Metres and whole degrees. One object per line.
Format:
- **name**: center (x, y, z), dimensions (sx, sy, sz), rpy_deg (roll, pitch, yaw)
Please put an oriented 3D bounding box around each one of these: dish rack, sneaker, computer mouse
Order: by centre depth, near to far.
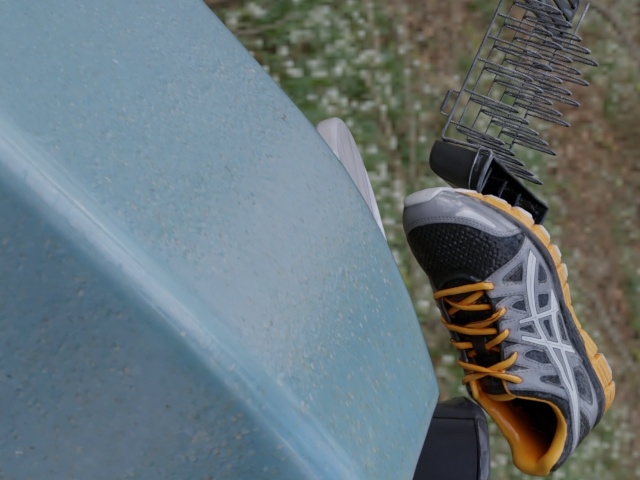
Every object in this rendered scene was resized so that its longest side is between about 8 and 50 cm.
- **sneaker**: center (0.115, 0.057, 0.985), dimensions (0.215, 0.084, 0.083), rpy_deg (54, 48, -23)
- **computer mouse**: center (0.035, 0.186, 0.985), dimensions (0.060, 0.262, 0.184), rpy_deg (7, 83, -13)
- **dish rack**: center (0.199, -0.152, 1.497), dimensions (0.272, 0.074, 0.208), rpy_deg (-66, 156, -3)

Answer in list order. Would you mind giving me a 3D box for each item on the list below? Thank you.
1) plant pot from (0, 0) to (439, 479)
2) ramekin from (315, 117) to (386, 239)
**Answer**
- **plant pot**: center (-0.093, 0.057, 0.661), dimensions (0.252, 0.248, 0.247), rpy_deg (41, 23, -4)
- **ramekin**: center (0.000, 0.000, 1.870), dimensions (0.273, 0.127, 0.273), rpy_deg (-16, 90, -81)
